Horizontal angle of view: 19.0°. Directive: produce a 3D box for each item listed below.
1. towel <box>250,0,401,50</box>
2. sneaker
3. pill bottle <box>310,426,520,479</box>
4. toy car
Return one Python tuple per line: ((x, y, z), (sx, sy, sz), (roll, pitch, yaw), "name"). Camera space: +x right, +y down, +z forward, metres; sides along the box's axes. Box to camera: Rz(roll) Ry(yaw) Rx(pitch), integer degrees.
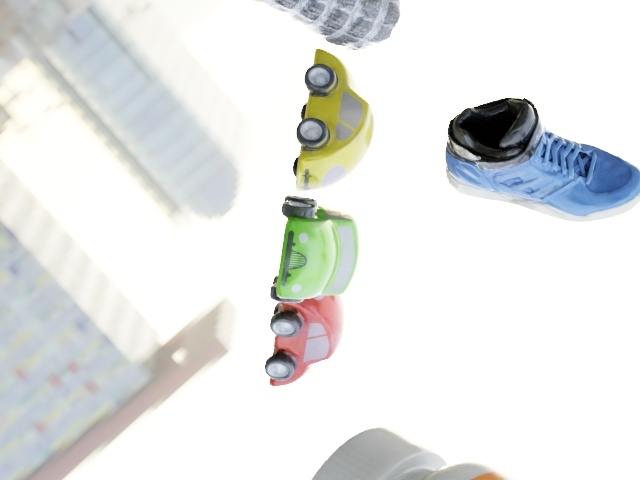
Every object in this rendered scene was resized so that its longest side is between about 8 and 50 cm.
((-0.061, -0.255, 1.330), (0.121, 0.235, 0.283), (-60, -158, 20), "towel")
((0.166, -0.063, 1.414), (0.084, 0.152, 0.058), (80, 25, -59), "sneaker")
((0.094, 0.188, 0.972), (0.221, 0.121, 0.121), (29, -116, 33), "pill bottle")
((0.000, 0.000, 1.247), (0.225, 0.053, 0.239), (-83, -179, -81), "toy car")
